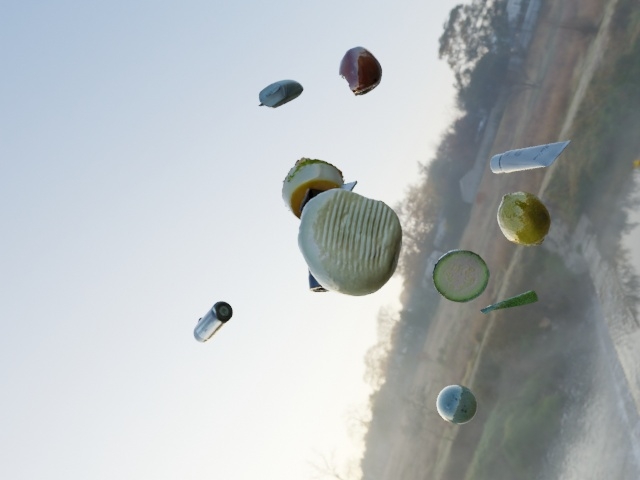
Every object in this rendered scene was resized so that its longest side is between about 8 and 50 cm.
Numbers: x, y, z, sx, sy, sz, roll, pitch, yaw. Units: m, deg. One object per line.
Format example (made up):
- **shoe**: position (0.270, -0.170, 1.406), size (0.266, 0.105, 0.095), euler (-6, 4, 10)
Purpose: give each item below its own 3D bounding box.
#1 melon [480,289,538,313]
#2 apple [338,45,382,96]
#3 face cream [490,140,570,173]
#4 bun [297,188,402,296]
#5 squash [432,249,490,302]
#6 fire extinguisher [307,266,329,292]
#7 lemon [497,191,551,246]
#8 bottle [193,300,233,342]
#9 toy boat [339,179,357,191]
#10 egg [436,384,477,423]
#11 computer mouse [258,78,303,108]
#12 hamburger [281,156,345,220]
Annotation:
- **melon**: position (0.843, 0.277, 2.319), size (0.114, 0.262, 0.053), euler (-169, 65, -81)
- **apple**: position (0.144, -0.615, 1.849), size (0.156, 0.147, 0.158), euler (-25, -88, -34)
- **face cream**: position (0.779, -0.304, 1.936), size (0.143, 0.089, 0.314), euler (-44, 18, -18)
- **bun**: position (0.086, 0.009, 1.612), size (0.361, 0.361, 0.213), euler (-59, -3, -33)
- **squash**: position (0.434, 0.101, 1.601), size (0.123, 0.170, 0.170), euler (-41, -33, -74)
- **fire extinguisher**: position (0.010, 0.001, 1.985), size (0.200, 0.113, 0.376), euler (139, 131, -59)
- **lemon**: position (0.856, -0.090, 2.161), size (0.204, 0.260, 0.204), euler (-33, 4, 3)
- **bottle**: position (-0.388, 0.288, 1.824), size (0.079, 0.096, 0.253), euler (-5, -27, -35)
- **toy boat**: position (0.106, -0.205, 2.012), size (0.016, 0.063, 0.115), euler (69, -155, -20)
- **egg**: position (0.601, 0.723, 2.264), size (0.236, 0.169, 0.169), euler (94, -159, -65)
- **computer mouse**: position (-0.176, -0.651, 2.245), size (0.229, 0.113, 0.068), euler (-30, -29, -20)
- **hamburger**: position (-0.028, -0.216, 2.216), size (0.179, 0.276, 0.294), euler (-110, 35, -49)
